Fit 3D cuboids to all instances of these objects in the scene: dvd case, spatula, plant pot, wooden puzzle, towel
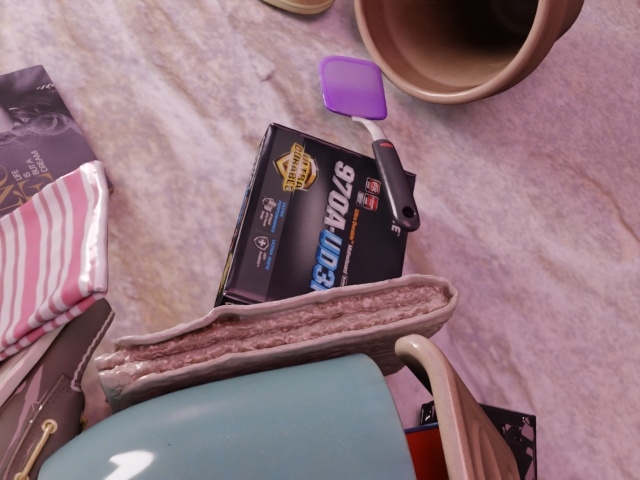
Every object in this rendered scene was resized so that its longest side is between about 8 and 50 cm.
[{"bbox_3d":[-0.336,-0.078,0.843,0.221,0.018,0.164,-24,73,-30],"label":"dvd case"},{"bbox_3d":[0.058,-0.112,0.954,0.084,0.030,0.296,6,40,-20],"label":"spatula"},{"bbox_3d":[0.207,-0.306,1.071,0.229,0.263,0.263,-19,69,-49],"label":"plant pot"},{"bbox_3d":[-0.072,0.236,0.616,0.235,0.293,0.293,-4,63,-10],"label":"plant pot"},{"bbox_3d":[0.127,0.275,0.647,0.080,0.322,0.348,-19,61,11],"label":"wooden puzzle"},{"bbox_3d":[-0.253,0.028,0.716,0.029,0.197,0.144,43,23,-45],"label":"towel"},{"bbox_3d":[-0.040,0.096,0.730,0.282,0.187,0.049,-10,69,-14],"label":"towel"}]

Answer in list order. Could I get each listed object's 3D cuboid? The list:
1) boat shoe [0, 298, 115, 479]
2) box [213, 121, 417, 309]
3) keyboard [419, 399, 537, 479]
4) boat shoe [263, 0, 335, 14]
[{"bbox_3d":[-0.243,0.162,0.692,0.091,0.109,0.305,39,50,-15],"label":"boat shoe"},{"bbox_3d":[0.000,0.000,0.907,0.175,0.051,0.220,19,56,-10],"label":"box"},{"bbox_3d":[0.176,0.308,0.812,0.201,0.033,0.317,14,59,-9],"label":"keyboard"},{"bbox_3d":[-0.089,-0.391,1.074,0.285,0.089,0.104,41,55,5],"label":"boat shoe"}]
